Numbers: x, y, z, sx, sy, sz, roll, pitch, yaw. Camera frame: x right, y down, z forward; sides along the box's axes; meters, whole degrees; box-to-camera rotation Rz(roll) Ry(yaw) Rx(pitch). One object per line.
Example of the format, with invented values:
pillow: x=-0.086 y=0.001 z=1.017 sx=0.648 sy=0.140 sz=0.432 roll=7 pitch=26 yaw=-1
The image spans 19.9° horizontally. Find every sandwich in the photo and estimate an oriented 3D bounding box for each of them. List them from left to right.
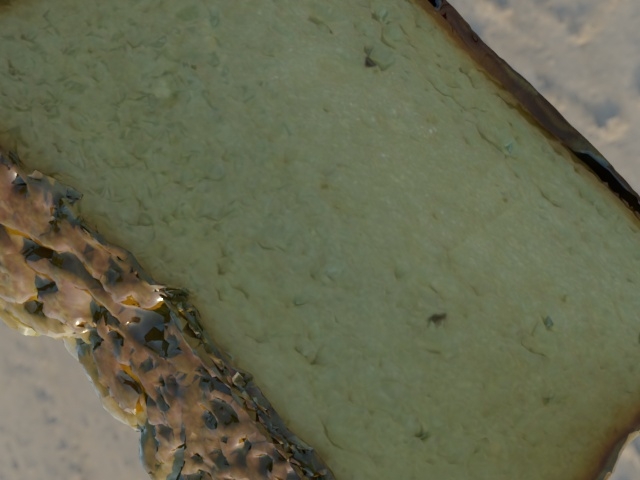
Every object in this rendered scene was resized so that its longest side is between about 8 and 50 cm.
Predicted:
sandwich: x=0.000 y=0.000 z=0.721 sx=0.301 sy=0.271 sz=0.099 roll=46 pitch=130 yaw=8
